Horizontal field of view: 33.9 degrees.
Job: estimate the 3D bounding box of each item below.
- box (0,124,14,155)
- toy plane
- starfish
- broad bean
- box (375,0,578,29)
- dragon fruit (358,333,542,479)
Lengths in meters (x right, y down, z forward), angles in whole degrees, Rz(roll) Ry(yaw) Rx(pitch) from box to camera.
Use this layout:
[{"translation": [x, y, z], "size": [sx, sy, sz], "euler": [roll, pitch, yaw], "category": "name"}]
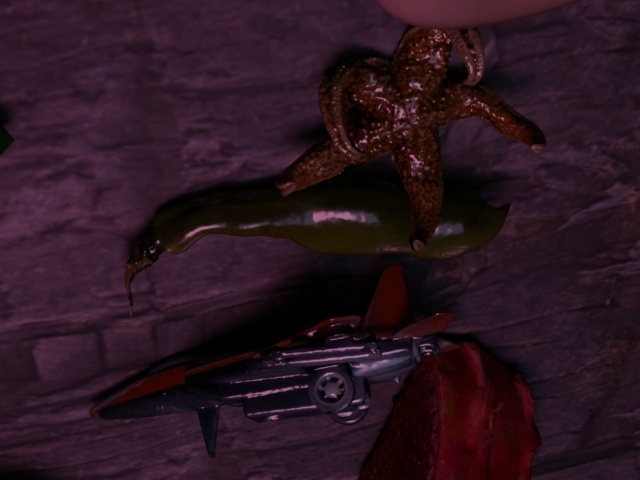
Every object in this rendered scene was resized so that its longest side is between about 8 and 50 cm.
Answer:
[{"translation": [-0.303, -0.093, 0.624], "size": [0.132, 0.034, 0.235], "euler": [-54, 135, -18], "category": "box"}, {"translation": [-0.040, 0.119, 0.893], "size": [0.326, 0.104, 0.223], "euler": [-21, 161, 4], "category": "toy plane"}, {"translation": [0.060, -0.072, 0.772], "size": [0.190, 0.074, 0.146], "euler": [-29, 116, 4], "category": "starfish"}, {"translation": [-0.001, -0.008, 0.834], "size": [0.318, 0.056, 0.098], "euler": [-9, 135, -6], "category": "broad bean"}, {"translation": [0.119, -0.212, 0.676], "size": [0.200, 0.088, 0.146], "euler": [-15, 131, -8], "category": "box"}, {"translation": [0.125, 0.230, 1.030], "size": [0.163, 0.189, 0.261], "euler": [25, 127, 1], "category": "dragon fruit"}]
